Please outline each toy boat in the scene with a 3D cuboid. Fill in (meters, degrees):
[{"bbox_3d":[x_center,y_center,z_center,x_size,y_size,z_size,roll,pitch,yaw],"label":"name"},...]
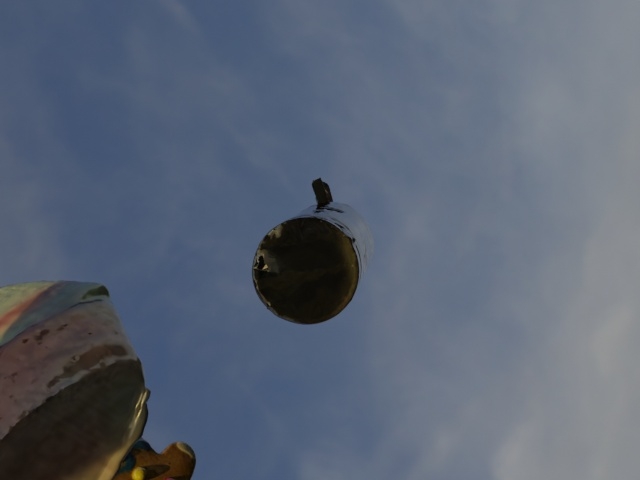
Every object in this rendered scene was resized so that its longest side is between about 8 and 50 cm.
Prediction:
[{"bbox_3d":[-0.238,0.092,0.786,0.206,0.282,0.096,-54,-48,-19],"label":"toy boat"}]

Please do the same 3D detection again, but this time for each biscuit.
[{"bbox_3d":[-0.167,0.238,1.215,0.205,0.031,0.138,41,-140,-2],"label":"biscuit"}]

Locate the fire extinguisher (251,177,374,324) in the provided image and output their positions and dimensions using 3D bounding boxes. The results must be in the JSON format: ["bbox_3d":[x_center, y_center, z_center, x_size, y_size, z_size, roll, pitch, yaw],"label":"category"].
[{"bbox_3d":[0.000,0.000,0.934,0.268,0.072,0.089,-42,-67,-83],"label":"fire extinguisher"}]
